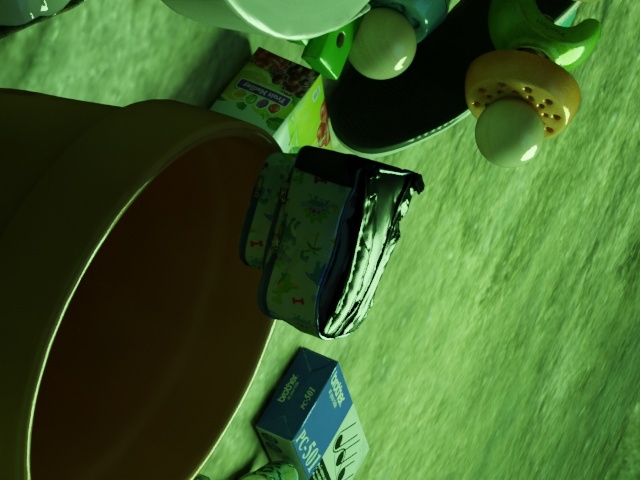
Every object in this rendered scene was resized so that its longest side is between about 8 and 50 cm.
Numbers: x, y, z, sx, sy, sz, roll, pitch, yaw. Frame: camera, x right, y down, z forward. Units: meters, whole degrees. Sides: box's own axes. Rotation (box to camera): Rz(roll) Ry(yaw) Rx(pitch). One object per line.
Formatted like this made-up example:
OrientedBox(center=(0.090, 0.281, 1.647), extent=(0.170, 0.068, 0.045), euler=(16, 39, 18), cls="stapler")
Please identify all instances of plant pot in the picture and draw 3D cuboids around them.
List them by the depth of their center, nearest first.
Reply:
OrientedBox(center=(-0.177, 0.028, 1.231), extent=(0.291, 0.203, 0.291), euler=(-49, 152, -38), cls="plant pot")

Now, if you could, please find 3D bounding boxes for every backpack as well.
OrientedBox(center=(0.000, 0.000, 1.221), extent=(0.105, 0.084, 0.114), euler=(3, 103, -65), cls="backpack")

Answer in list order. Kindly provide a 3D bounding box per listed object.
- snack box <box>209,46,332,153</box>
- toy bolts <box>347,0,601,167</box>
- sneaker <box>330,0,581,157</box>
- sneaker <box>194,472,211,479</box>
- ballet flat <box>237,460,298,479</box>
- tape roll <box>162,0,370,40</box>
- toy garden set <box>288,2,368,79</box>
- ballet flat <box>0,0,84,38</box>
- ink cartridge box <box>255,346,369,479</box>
OrientedBox(center=(-0.069, -0.024, 1.591), extent=(0.207, 0.070, 0.174), euler=(-53, 154, -26), cls="snack box")
OrientedBox(center=(0.135, -0.183, 1.627), extent=(0.218, 0.228, 0.158), euler=(123, -11, -59), cls="toy bolts")
OrientedBox(center=(0.127, -0.159, 1.841), extent=(0.295, 0.124, 0.178), euler=(-38, 165, -14), cls="sneaker")
OrientedBox(center=(-0.142, 0.307, 1.725), extent=(0.215, 0.083, 0.084), euler=(-63, 158, -7), cls="sneaker")
OrientedBox(center=(-0.084, 0.275, 1.854), extent=(0.188, 0.070, 0.070), euler=(-58, 156, -28), cls="ballet flat")
OrientedBox(center=(-0.016, -0.333, 1.343), extent=(0.392, 0.072, 0.392), euler=(-37, 134, -50), cls="tape roll")
OrientedBox(center=(-0.016, -0.268, 1.507), extent=(0.244, 0.049, 0.204), euler=(43, 65, -60), cls="toy garden set")
OrientedBox(center=(-0.227, -0.134, 1.085), extent=(0.348, 0.123, 0.123), euler=(-41, 146, -46), cls="ballet flat")
OrientedBox(center=(-0.006, 0.200, 1.971), extent=(0.097, 0.046, 0.207), euler=(-58, 156, -23), cls="ink cartridge box")
